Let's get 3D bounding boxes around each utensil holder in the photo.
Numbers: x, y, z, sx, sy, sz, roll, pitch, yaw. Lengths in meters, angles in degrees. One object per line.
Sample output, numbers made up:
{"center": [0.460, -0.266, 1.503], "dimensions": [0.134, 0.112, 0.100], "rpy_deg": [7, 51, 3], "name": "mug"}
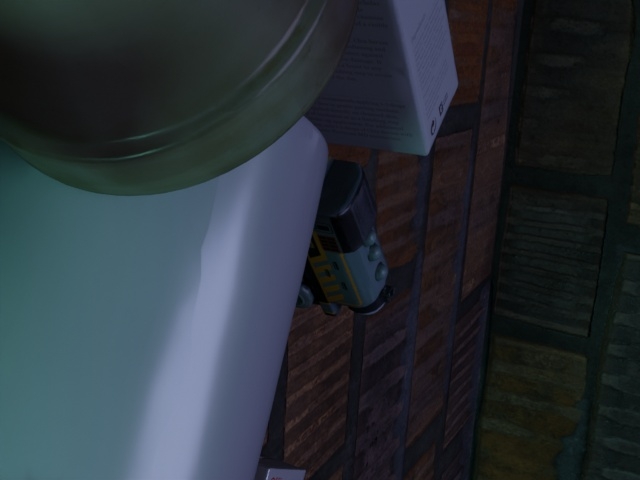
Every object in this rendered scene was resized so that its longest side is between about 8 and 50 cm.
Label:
{"center": [-0.183, 0.061, 0.784], "dimensions": [0.327, 0.327, 0.386], "rpy_deg": [39, 62, -62], "name": "utensil holder"}

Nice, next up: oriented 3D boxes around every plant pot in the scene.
{"center": [-0.153, -0.229, 0.551], "dimensions": [0.280, 0.323, 0.323], "rpy_deg": [57, 49, -67], "name": "plant pot"}

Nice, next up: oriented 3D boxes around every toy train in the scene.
{"center": [0.000, 0.000, 1.285], "dimensions": [0.142, 0.190, 0.334], "rpy_deg": [-63, 150, -30], "name": "toy train"}

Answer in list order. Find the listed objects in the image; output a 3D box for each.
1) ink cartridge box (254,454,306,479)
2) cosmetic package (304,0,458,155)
{"center": [-0.110, 0.443, 1.352], "dimensions": [0.148, 0.085, 0.203], "rpy_deg": [34, 70, -63], "name": "ink cartridge box"}
{"center": [0.033, -0.335, 1.179], "dimensions": [0.161, 0.230, 0.453], "rpy_deg": [-64, 152, -30], "name": "cosmetic package"}
